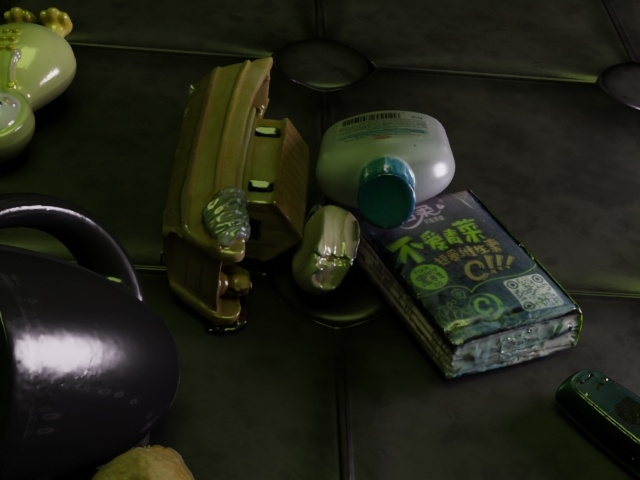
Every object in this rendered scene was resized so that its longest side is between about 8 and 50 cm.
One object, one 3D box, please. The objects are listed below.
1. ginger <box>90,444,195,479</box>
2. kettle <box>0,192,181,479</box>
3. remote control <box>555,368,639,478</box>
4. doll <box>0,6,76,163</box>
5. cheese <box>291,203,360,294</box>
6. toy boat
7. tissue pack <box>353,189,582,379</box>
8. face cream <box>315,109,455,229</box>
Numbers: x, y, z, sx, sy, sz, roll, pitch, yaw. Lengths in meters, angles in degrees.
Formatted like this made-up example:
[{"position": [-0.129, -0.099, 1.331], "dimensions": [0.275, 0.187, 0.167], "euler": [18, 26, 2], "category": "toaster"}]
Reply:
[{"position": [-0.158, 0.292, 0.866], "dimensions": [0.190, 0.126, 0.354], "euler": [36, 28, -18], "category": "ginger"}, {"position": [-0.245, 0.083, 1.012], "dimensions": [0.290, 0.207, 0.269], "euler": [5, 69, -57], "category": "kettle"}, {"position": [0.329, 0.202, 1.132], "dimensions": [0.072, 0.042, 0.222], "euler": [-28, 49, -33], "category": "remote control"}, {"position": [-0.396, -0.197, 1.461], "dimensions": [0.141, 0.117, 0.296], "euler": [5, 38, 2], "category": "doll"}, {"position": [0.004, -0.005, 1.303], "dimensions": [0.047, 0.092, 0.171], "euler": [29, 33, -17], "category": "cheese"}, {"position": [-0.093, -0.085, 1.358], "dimensions": [0.162, 0.136, 0.446], "euler": [4, 37, -3], "category": "toy boat"}, {"position": [0.156, 0.044, 1.281], "dimensions": [0.173, 0.073, 0.235], "euler": [-13, 42, -25], "category": "tissue pack"}, {"position": [0.076, -0.087, 1.337], "dimensions": [0.163, 0.080, 0.337], "euler": [-5, 16, 3], "category": "face cream"}]
